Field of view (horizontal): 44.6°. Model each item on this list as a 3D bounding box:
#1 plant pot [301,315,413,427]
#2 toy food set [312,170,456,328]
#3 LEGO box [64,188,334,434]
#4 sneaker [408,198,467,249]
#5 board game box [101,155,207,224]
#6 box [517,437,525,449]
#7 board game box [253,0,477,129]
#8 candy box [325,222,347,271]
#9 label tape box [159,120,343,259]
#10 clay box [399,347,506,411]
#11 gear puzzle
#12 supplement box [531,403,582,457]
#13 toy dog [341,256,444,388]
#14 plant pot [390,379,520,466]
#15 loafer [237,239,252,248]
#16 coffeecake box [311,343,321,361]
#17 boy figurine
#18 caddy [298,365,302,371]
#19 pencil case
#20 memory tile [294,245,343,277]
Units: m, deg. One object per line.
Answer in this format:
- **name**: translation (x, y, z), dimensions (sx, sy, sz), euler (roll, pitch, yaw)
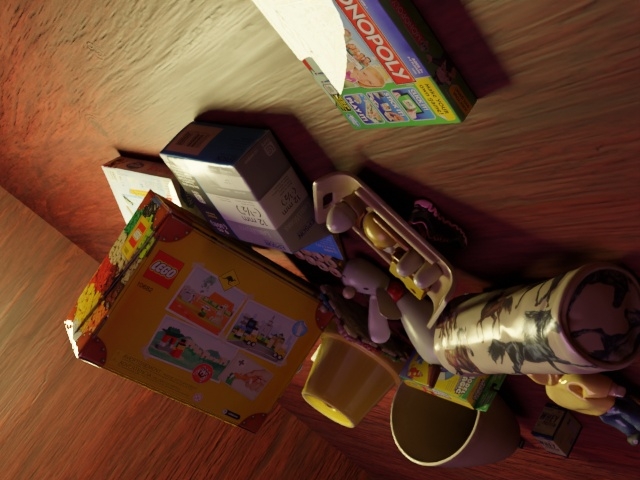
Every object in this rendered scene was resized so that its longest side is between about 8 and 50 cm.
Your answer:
- **plant pot**: translation (0.082, 0.343, 2.031), dimensions (0.254, 0.239, 0.254), euler (29, 158, 13)
- **toy food set**: translation (0.106, 0.025, 1.396), dimensions (0.306, 0.092, 0.219), euler (45, 168, 14)
- **LEGO box**: translation (-0.268, 0.174, 1.816), dimensions (0.500, 0.372, 0.193), euler (33, -179, -31)
- **sneaker**: translation (0.195, -0.015, 1.323), dimensions (0.119, 0.057, 0.047), euler (38, 156, -13)
- **board game box**: translation (-0.391, -0.047, 1.976), dimensions (0.319, 0.066, 0.318), euler (14, 130, 44)
- **box**: translation (0.462, 0.508, 2.120), dimensions (0.162, 0.029, 0.116), euler (40, 160, -12)
- **board game box**: translation (0.037, -0.273, 1.009), dimensions (0.214, 0.046, 0.317), euler (7, 147, 52)
- **candy box**: translation (0.000, 0.000, 1.692), dimensions (0.105, 0.027, 0.206), euler (29, 159, 25)
- **label tape box**: translation (-0.135, -0.069, 1.577), dimensions (0.249, 0.115, 0.347), euler (14, 143, 44)
- **clay box**: translation (0.298, 0.290, 1.743), dimensions (0.222, 0.127, 0.053), euler (11, 150, 46)
- **gear puzzle**: translation (0.117, 0.216, 1.828), dimensions (0.339, 0.044, 0.175), euler (31, -161, -45)
- **supplement box**: translation (0.531, 0.427, 1.755), dimensions (0.083, 0.083, 0.056), euler (47, 155, -28)
- **toy dog**: translation (0.177, 0.187, 1.648), dimensions (0.334, 0.161, 0.220), euler (25, 157, 24)
- **plant pot**: translation (0.354, 0.436, 1.875), dimensions (0.274, 0.256, 0.256), euler (28, 167, -38)
- **loafer**: translation (-0.278, 0.039, 2.083), dimensions (0.111, 0.112, 0.319), euler (52, 154, -19)
- **coffeecake box**: translation (0.075, 0.368, 2.336), dimensions (0.142, 0.068, 0.185), euler (39, 159, -12)
- **boy figurine**: translation (0.496, 0.279, 1.473), dimensions (0.285, 0.092, 0.177), euler (33, 160, 6)
- **caddy**: translation (-0.163, 0.224, 2.138), dimensions (0.179, 0.241, 0.341), euler (-2, 138, 51)
- **pencil case**: translation (0.354, 0.140, 1.289), dimensions (0.159, 0.184, 0.410), euler (64, 157, 1)
- **memory tile**: translation (-0.019, 0.028, 1.727), dimensions (0.148, 0.012, 0.113), euler (24, 157, 34)
